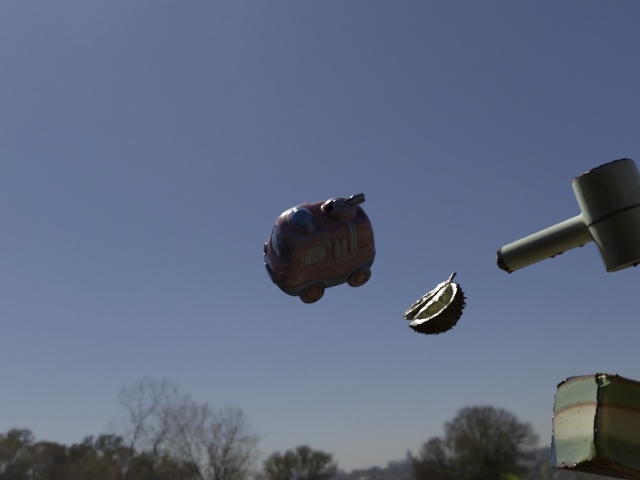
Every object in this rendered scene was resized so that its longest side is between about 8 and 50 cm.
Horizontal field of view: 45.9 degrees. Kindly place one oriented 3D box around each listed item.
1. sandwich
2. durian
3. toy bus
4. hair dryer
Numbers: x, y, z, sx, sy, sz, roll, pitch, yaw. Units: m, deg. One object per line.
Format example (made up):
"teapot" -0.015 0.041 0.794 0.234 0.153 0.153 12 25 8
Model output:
"sandwich" 0.509 0.310 1.239 0.198 0.155 0.227 9 -16 3
"durian" 0.223 0.125 1.391 0.071 0.140 0.110 49 -20 -25
"toy bus" 0.000 0.000 1.934 0.294 0.197 0.231 -16 -44 -18
"hair dryer" 0.502 -0.005 1.548 0.362 0.203 0.128 -27 -15 39
